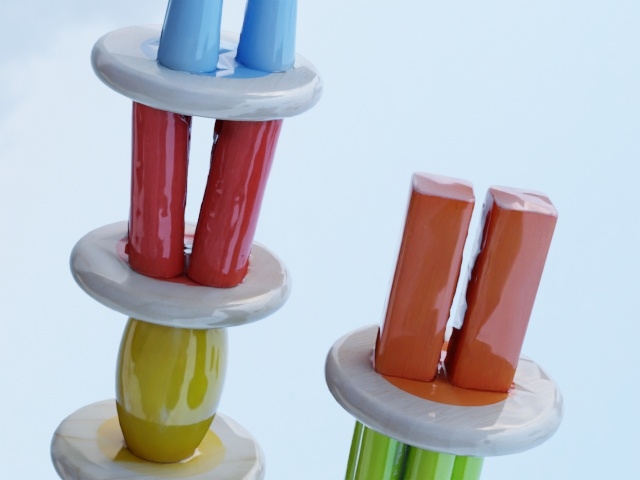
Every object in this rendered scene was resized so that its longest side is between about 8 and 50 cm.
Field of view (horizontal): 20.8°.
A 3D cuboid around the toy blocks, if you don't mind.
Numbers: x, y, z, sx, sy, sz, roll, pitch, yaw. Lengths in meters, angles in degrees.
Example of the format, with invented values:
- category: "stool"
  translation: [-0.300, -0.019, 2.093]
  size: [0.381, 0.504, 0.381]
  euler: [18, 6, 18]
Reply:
- category: "toy blocks"
  translation: [0.000, 0.000, 0.380]
  size: [0.123, 0.054, 0.148]
  euler: [22, -64, 28]
